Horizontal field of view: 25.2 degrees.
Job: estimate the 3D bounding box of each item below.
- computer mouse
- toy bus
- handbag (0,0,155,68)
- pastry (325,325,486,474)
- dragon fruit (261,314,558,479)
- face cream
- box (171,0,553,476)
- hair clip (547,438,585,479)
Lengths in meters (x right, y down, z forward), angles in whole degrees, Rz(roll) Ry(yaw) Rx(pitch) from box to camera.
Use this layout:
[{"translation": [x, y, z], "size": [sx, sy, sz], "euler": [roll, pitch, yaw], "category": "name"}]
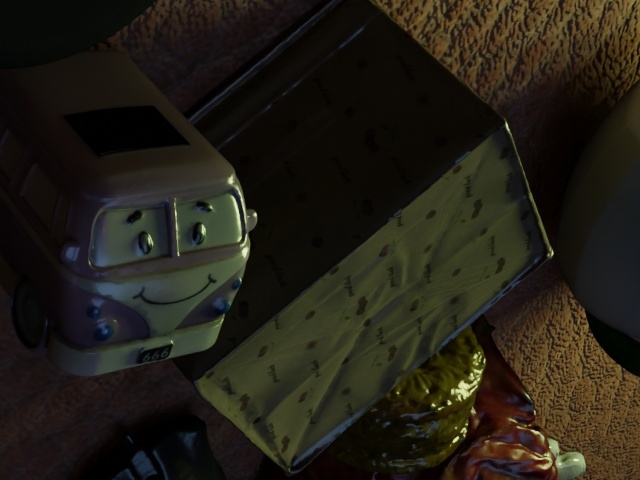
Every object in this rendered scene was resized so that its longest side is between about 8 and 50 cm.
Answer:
[{"translation": [-0.145, 0.264, 1.372], "size": [0.147, 0.088, 0.264], "euler": [-35, 143, -13], "category": "computer mouse"}, {"translation": [-0.147, -0.022, 0.933], "size": [0.142, 0.202, 0.142], "euler": [-9, 133, -39], "category": "toy bus"}, {"translation": [-0.169, -0.226, 0.776], "size": [0.254, 0.093, 0.308], "euler": [-38, 146, -5], "category": "handbag"}, {"translation": [0.058, 0.118, 1.316], "size": [0.188, 0.189, 0.103], "euler": [-16, 141, -33], "category": "pastry"}, {"translation": [0.152, 0.238, 1.481], "size": [0.302, 0.330, 0.240], "euler": [-60, 164, 22], "category": "dragon fruit"}, {"translation": [0.386, -0.024, 1.435], "size": [0.312, 0.219, 0.357], "euler": [-19, 146, -10], "category": "face cream"}, {"translation": [0.000, 0.000, 1.119], "size": [0.297, 0.190, 0.225], "euler": [-39, 148, -3], "category": "box"}, {"translation": [0.212, 0.317, 1.803], "size": [0.257, 0.075, 0.146], "euler": [-26, 148, -15], "category": "hair clip"}]
